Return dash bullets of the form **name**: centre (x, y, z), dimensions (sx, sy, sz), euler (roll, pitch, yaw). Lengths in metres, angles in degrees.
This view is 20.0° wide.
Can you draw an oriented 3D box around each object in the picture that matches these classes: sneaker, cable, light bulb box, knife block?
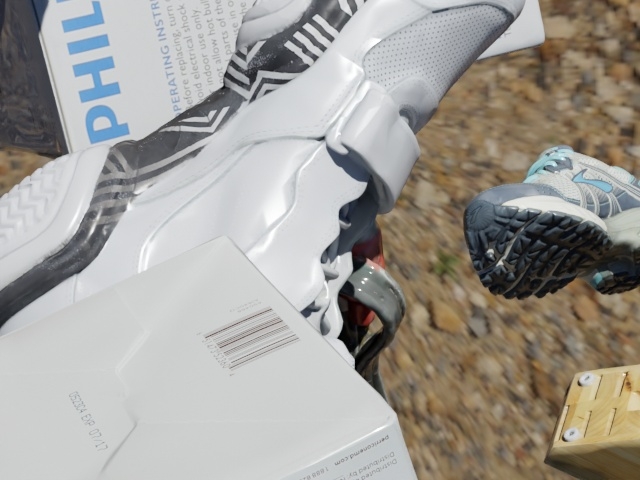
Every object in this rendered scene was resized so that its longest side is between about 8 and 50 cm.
- **sneaker**: centre (0.000, 0.000, 0.929), dimensions (0.366, 0.137, 0.210), euler (-36, 71, -3)
- **sneaker**: centre (0.203, -0.023, 1.586), dimensions (0.110, 0.283, 0.122), euler (-42, 61, 28)
- **cable**: centre (0.027, 0.057, 1.165), dimensions (0.072, 0.139, 0.287), euler (-49, 139, -20)
- **light bulb box**: centre (-0.086, -0.209, 1.365), dimensions (0.361, 0.358, 0.225), euler (-16, 100, -19)
- **knife block**: centre (0.356, 0.207, 1.502), dimensions (0.276, 0.088, 0.242), euler (-10, 126, 33)

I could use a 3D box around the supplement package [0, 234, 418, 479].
- **supplement package**: centre (-0.039, 0.141, 0.694), dimensions (0.149, 0.194, 0.203), euler (-24, 116, -11)
